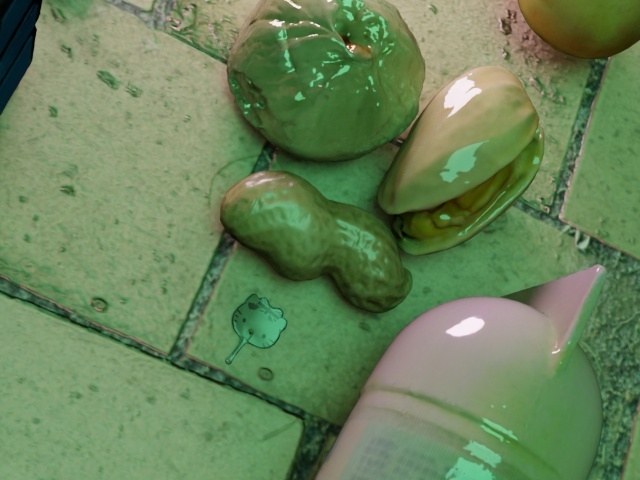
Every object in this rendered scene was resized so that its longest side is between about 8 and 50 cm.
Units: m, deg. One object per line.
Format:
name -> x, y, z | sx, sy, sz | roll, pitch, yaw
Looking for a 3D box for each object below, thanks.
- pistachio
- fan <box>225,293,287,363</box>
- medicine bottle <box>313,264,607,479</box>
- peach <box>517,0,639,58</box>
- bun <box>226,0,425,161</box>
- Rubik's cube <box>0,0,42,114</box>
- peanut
pistachio -> 0.152, -0.088, 1.280 | 0.157, 0.157, 0.229 | 42, 71, -4
fan -> -0.073, 0.098, 1.228 | 0.056, 0.004, 0.083 | 38, 68, -6
medicine bottle -> 0.141, 0.208, 1.144 | 0.236, 0.236, 0.406 | 33, 69, -7
peach -> 0.317, -0.300, 1.371 | 0.184, 0.184, 0.184 | 5, 74, -17
bun -> 0.014, -0.192, 1.262 | 0.220, 0.134, 0.220 | 4, 71, -13
Rubik's cube -> -0.433, -0.177, 1.036 | 0.293, 0.283, 0.288 | 27, 70, -11
peanut -> 0.000, 0.000, 1.237 | 0.228, 0.085, 0.104 | 25, 79, -12
